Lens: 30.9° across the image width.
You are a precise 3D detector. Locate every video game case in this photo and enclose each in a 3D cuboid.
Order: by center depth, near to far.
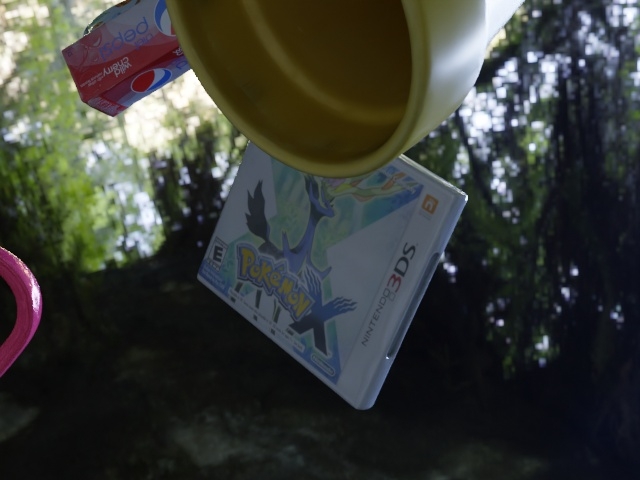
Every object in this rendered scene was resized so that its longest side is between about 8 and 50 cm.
[{"bbox_3d":[0.000,0.000,1.466,0.329,0.300,0.036,36,-158,35],"label":"video game case"}]

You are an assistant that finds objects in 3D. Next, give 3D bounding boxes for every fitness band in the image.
[{"bbox_3d":[-0.546,0.122,1.734,0.291,0.209,0.054,-47,-170,19],"label":"fitness band"}]

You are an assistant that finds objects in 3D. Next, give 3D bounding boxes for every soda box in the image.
[{"bbox_3d":[-0.213,-0.274,1.565,0.263,0.092,0.083,-28,165,15],"label":"soda box"}]

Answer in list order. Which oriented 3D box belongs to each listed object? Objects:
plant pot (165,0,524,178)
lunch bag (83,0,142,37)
[{"bbox_3d":[0.048,-0.209,0.878,0.254,0.254,0.239,20,-138,38],"label":"plant pot"},{"bbox_3d":[-0.304,-0.391,2.166,0.303,0.115,0.243,-25,-153,1],"label":"lunch bag"}]
